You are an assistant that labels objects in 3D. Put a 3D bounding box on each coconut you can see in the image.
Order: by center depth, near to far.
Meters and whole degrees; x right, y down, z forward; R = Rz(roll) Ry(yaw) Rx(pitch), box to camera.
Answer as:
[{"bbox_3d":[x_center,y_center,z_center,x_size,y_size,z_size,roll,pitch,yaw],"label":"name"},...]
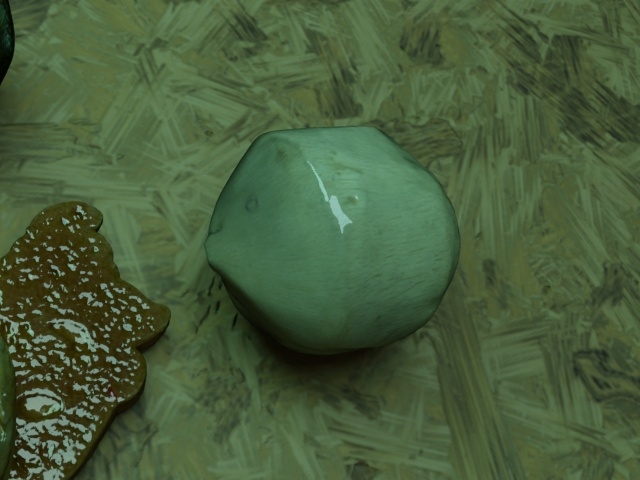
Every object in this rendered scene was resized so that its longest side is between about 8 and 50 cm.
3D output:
[{"bbox_3d":[0.000,0.000,1.064,0.224,0.224,0.224,10,56,-15],"label":"coconut"}]

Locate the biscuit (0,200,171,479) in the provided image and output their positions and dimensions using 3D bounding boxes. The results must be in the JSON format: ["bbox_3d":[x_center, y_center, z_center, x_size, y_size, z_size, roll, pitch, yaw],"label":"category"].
[{"bbox_3d":[-0.217,0.091,1.020,0.183,0.043,0.280,9,61,-11],"label":"biscuit"}]

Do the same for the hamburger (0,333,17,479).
[{"bbox_3d":[-0.321,0.127,0.896,0.214,0.108,0.213,3,71,-7],"label":"hamburger"}]

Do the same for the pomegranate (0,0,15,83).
[{"bbox_3d":[-0.376,-0.202,1.048,0.222,0.204,0.276,-14,60,-10],"label":"pomegranate"}]
